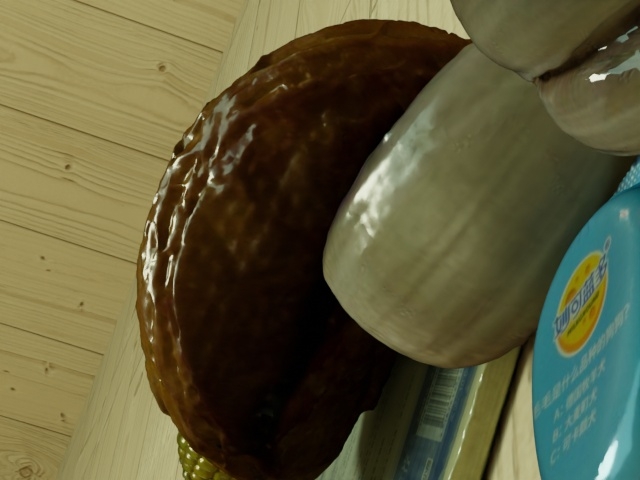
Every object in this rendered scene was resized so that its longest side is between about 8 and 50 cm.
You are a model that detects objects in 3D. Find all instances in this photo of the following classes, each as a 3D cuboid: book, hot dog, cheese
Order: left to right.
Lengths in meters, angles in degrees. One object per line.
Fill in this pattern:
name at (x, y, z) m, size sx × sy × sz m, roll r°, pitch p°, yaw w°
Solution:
hot dog at (0.000, 0.001, 0.694) m, size 0.099 × 0.160 × 0.227 m, roll 35°, pitch 96°, yaw 37°
book at (0.017, 0.131, 0.751) m, size 0.322 × 0.018 × 0.228 m, roll 170°, pitch 119°, yaw -78°
cheese at (0.089, 0.074, 0.427) m, size 0.106 × 0.037 × 0.256 m, roll 119°, pitch 164°, yaw -49°

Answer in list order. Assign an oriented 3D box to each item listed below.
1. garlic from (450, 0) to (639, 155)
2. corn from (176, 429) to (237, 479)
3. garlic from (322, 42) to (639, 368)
garlic at (0.118, -0.099, 0.412) m, size 0.194 × 0.127 × 0.131 m, roll -22°, pitch 77°, yaw 40°
corn at (-0.042, 0.070, 1.001) m, size 0.080 × 0.080 × 0.231 m, roll -96°, pitch 28°, yaw -67°
garlic at (0.074, -0.040, 0.567) m, size 0.198 × 0.090 × 0.128 m, roll -61°, pitch 0°, yaw 18°
